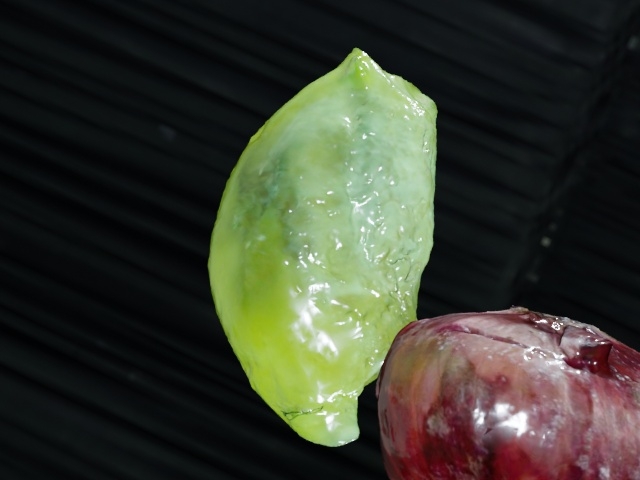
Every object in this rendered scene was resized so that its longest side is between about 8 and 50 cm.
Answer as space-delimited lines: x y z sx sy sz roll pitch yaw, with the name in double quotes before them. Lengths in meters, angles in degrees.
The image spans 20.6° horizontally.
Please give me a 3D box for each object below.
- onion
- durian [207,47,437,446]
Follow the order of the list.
"onion" 0.130 0.114 0.897 0.098 0.206 0.151 5 -94 65
"durian" 0.000 0.000 1.086 0.101 0.139 0.250 40 62 -46
